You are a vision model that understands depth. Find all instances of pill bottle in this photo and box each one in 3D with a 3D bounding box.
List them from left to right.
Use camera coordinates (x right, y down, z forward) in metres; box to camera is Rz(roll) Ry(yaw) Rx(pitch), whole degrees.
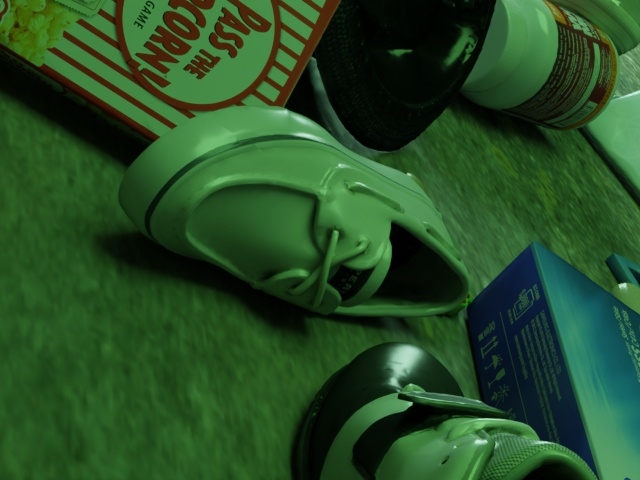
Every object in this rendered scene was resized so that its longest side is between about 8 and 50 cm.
[{"bbox_3d":[0.201,-0.185,1.317,0.221,0.121,0.121,9,41,-52],"label":"pill bottle"}]

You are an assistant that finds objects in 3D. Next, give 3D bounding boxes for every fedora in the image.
[{"bbox_3d":[0.025,-0.232,1.026,0.152,0.334,0.334,16,13,26],"label":"fedora"}]

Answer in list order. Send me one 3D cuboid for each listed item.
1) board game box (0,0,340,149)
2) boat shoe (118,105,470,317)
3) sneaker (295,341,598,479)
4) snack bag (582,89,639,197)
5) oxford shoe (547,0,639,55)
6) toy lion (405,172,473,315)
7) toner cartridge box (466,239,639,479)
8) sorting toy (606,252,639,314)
[{"bbox_3d":[-0.098,-0.137,0.754,0.193,0.147,0.045,31,-11,-23],"label":"board game box"},{"bbox_3d":[0.000,0.000,0.745,0.088,0.096,0.267,51,17,30],"label":"boat shoe"},{"bbox_3d":[0.067,0.125,0.573,0.122,0.146,0.330,35,24,-14],"label":"sneaker"},{"bbox_3d":[0.507,-0.089,1.487,0.323,0.037,0.342,-20,55,-16],"label":"snack bag"},{"bbox_3d":[0.314,-0.310,1.594,0.169,0.130,0.449,35,6,-10],"label":"oxford shoe"},{"bbox_3d":[0.073,0.007,0.917,0.096,0.034,0.100,49,23,-3],"label":"toy lion"},{"bbox_3d":[0.190,0.155,0.791,0.165,0.075,0.348,32,26,-20],"label":"toner cartridge box"},{"bbox_3d":[0.348,0.126,1.118,0.196,0.047,0.348,31,27,-24],"label":"sorting toy"}]
